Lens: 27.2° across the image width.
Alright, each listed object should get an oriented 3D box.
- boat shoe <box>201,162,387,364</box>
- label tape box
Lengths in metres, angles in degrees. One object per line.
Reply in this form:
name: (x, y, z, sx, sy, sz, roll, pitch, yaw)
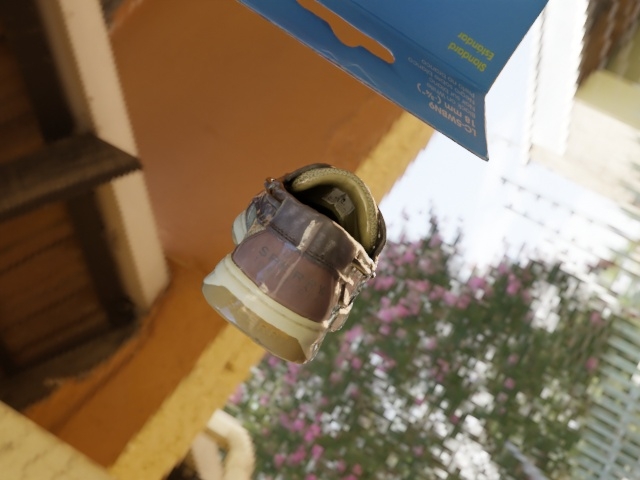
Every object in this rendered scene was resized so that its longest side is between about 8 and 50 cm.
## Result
boat shoe: (-0.001, -0.001, 0.662, 0.073, 0.080, 0.223, -50, 2, 12)
label tape box: (0.046, -0.242, 0.872, 0.106, 0.240, 0.334, -44, 29, 33)
